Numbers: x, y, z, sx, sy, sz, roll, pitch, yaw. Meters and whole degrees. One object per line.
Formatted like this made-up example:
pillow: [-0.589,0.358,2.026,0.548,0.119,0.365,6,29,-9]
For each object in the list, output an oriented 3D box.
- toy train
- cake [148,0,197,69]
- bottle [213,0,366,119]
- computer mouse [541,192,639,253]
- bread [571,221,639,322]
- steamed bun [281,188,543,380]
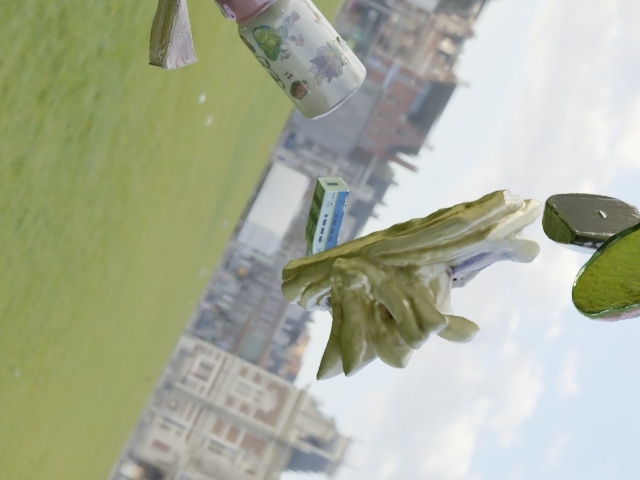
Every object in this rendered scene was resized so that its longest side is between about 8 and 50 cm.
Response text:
toy train: [0.000,0.000,2.239,0.052,0.051,0.234,-119,-144,-50]
cake: [-0.207,-0.307,1.813,0.065,0.052,0.121,-10,117,-44]
bottle: [-0.052,-0.304,1.862,0.120,0.253,0.120,-36,-160,16]
computer mouse: [0.489,-0.012,2.269,0.295,0.168,0.087,-96,-170,-72]
bread: [0.429,0.033,1.652,0.228,0.033,0.228,-30,-160,12]
steamed bun: [0.104,0.075,1.776,0.428,0.189,0.247,-19,179,36]
